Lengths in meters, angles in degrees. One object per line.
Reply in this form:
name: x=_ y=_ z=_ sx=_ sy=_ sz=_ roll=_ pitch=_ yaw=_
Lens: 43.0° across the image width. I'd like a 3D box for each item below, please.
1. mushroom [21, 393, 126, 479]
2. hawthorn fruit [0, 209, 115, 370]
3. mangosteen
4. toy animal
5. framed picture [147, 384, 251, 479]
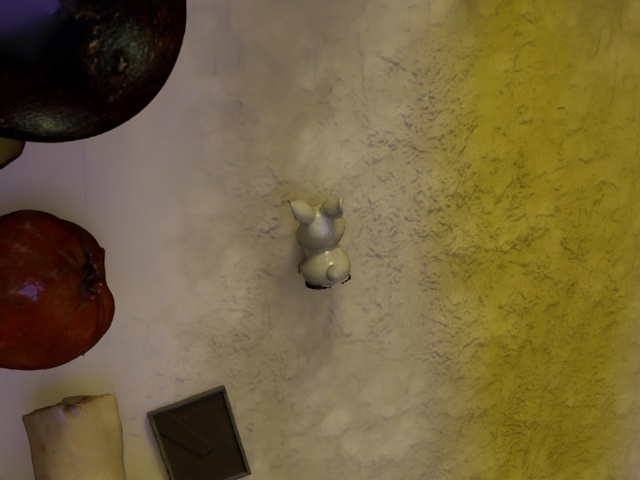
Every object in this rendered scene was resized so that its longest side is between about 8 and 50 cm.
mushroom: x=-0.290 y=0.336 z=0.957 sx=0.293 sy=0.292 sz=0.290 roll=-19 pitch=88 yaw=-13
hawthorn fruit: x=-0.338 y=0.061 z=0.891 sx=0.202 sy=0.185 sz=0.185 roll=-14 pitch=112 yaw=1
mangosteen: x=-0.285 y=-0.227 z=0.748 sx=0.330 sy=0.330 sz=0.330 roll=-6 pitch=109 yaw=-17
toy animal: x=0.000 y=-0.002 z=1.043 sx=0.071 sy=0.085 sz=0.124 roll=-7 pitch=105 yaw=1
framed picture: x=-0.163 y=0.278 z=1.110 sx=0.109 sy=0.011 sz=0.149 roll=-18 pitch=112 yaw=-13
